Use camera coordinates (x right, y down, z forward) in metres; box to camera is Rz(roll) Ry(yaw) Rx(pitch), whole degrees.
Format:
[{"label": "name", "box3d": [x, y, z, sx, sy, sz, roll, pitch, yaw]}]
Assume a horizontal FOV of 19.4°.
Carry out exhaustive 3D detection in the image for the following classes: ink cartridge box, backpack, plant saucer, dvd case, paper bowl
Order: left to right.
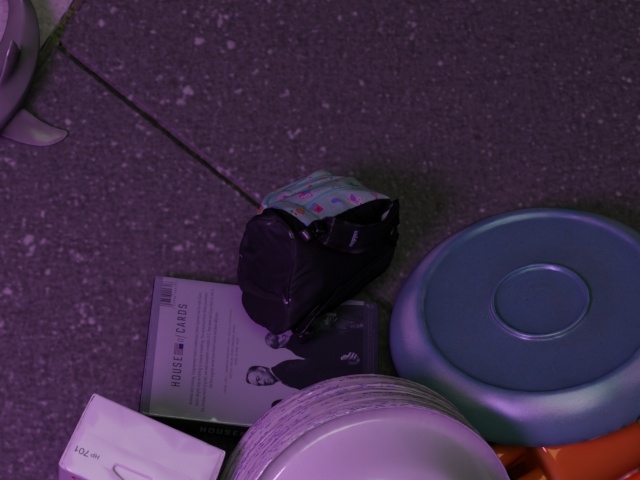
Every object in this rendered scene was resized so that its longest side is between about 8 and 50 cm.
[{"label": "ink cartridge box", "box3d": [-0.173, 0.229, 1.786, 0.139, 0.191, 0.082, 24, 68, 1]}, {"label": "dvd case", "box3d": [-0.059, 0.124, 1.900, 0.238, 0.030, 0.179, 7, 49, -5]}, {"label": "backpack", "box3d": [0.000, 0.000, 1.912, 0.115, 0.152, 0.182, 33, 41, 26]}, {"label": "paper bowl", "box3d": [0.048, 0.280, 1.755, 0.284, 0.148, 0.284, -5, 108, -15]}, {"label": "plant saucer", "box3d": [0.225, 0.072, 1.907, 0.317, 0.044, 0.318, -6, 47, 6]}]

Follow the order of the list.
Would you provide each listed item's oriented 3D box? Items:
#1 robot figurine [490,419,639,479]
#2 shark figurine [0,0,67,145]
[{"label": "robot figurine", "box3d": [0.263, 0.192, 1.900, 0.219, 0.128, 0.158, -29, 36, -17]}, {"label": "shark figurine", "box3d": [-0.336, -0.210, 1.971, 0.166, 0.116, 0.278, 10, 70, -6]}]
